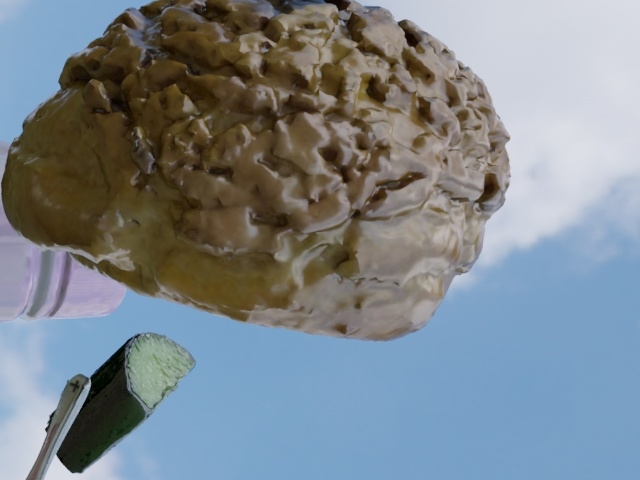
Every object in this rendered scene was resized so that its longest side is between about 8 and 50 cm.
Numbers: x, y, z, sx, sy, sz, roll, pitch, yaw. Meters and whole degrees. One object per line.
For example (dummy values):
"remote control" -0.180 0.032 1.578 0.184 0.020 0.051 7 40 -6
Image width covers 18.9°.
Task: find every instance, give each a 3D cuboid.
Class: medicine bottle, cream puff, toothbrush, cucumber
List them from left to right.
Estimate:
"medicine bottle" -0.382 -0.009 2.086 0.202 0.316 0.202 180 -90 -64
"toothbrush" -0.211 0.186 1.345 0.017 0.022 0.204 22 -99 24
"cucumber" -0.177 0.137 1.660 0.062 0.116 0.115 46 -73 0
"cream puff" -0.038 -0.068 1.333 0.327 0.343 0.231 -117 -140 -80
